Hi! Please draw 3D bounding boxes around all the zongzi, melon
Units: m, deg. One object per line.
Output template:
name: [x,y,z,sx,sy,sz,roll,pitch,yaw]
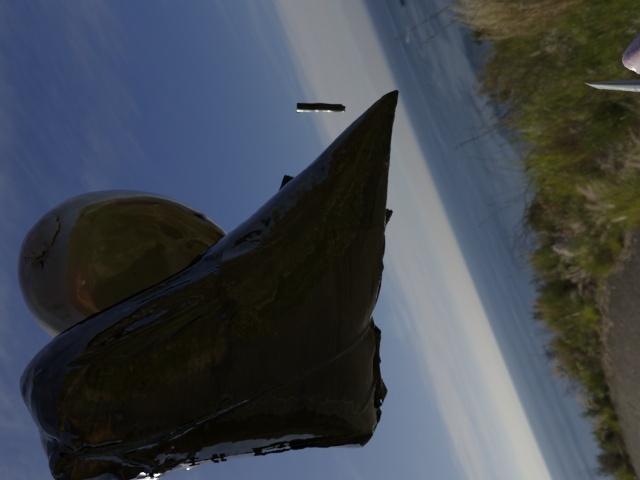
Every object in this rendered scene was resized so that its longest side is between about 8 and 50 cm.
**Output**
zongzi: [-0.073,0.026,0.489,0.160,0.323,0.360,27,111,51]
melon: [-0.229,0.048,0.727,0.317,0.223,0.222,20,-130,-62]

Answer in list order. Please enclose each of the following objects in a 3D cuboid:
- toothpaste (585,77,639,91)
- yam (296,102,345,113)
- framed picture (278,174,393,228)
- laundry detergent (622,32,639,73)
toothpaste: [0.725,-0.367,1.314,0.218,0.052,0.033,-148,67,-64]
yam: [0.002,-0.348,1.465,0.033,0.130,0.027,86,-170,-52]
framed picture: [0.000,0.000,0.956,0.010,0.195,0.199,-86,16,-57]
laundry detergent: [0.892,-0.569,1.362,0.088,0.159,0.335,40,146,10]
